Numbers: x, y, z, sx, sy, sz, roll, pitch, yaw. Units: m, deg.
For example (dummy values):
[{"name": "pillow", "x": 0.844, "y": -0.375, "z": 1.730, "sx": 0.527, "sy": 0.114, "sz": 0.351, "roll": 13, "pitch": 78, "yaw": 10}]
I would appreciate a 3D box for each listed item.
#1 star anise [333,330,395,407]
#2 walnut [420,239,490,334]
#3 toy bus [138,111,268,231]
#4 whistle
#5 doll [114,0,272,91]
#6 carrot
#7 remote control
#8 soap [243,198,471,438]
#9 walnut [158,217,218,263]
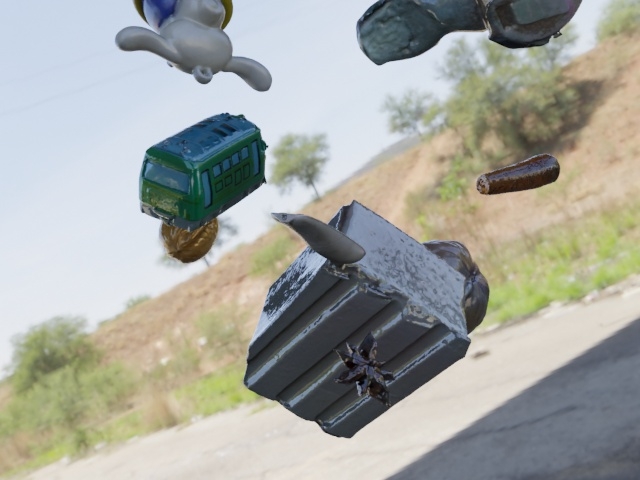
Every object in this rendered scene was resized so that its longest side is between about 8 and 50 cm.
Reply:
[{"name": "star anise", "x": 0.077, "y": 0.207, "z": 1.545, "sx": 0.056, "sy": 0.124, "sz": 0.129, "roll": -47, "pitch": 22, "yaw": 42}, {"name": "walnut", "x": 0.267, "y": 0.122, "z": 2.125, "sx": 0.248, "sy": 0.248, "sz": 0.248, "roll": -25, "pitch": -2, "yaw": -1}, {"name": "toy bus", "x": -0.277, "y": -0.181, "z": 2.209, "sx": 0.184, "sy": 0.199, "sz": 0.343, "roll": 19, "pitch": 33, "yaw": 22}, {"name": "whistle", "x": 0.210, "y": -0.342, "z": 1.233, "sx": 0.348, "sy": 0.189, "sz": 0.189, "roll": -17, "pitch": 1, "yaw": 20}, {"name": "doll", "x": -0.211, "y": -0.399, "z": 1.695, "sx": 0.159, "sy": 0.311, "sz": 0.242, "roll": -52, "pitch": 30, "yaw": 25}, {"name": "carrot", "x": 0.331, "y": -0.106, "z": 1.515, "sx": 0.162, "sy": 0.055, "sz": 0.055, "roll": -16, "pitch": -7, "yaw": -31}, {"name": "remote control", "x": 0.000, "y": 0.000, "z": 1.501, "sx": 0.073, "sy": 0.044, "sz": 0.229, "roll": 8, "pitch": -12, "yaw": 33}, {"name": "soap", "x": 0.052, "y": 0.175, "z": 1.835, "sx": 0.435, "sy": 0.350, "sz": 0.212, "roll": -47, "pitch": 23, "yaw": 37}, {"name": "walnut", "x": -0.359, "y": -0.025, "z": 2.483, "sx": 0.159, "sy": 0.159, "sz": 0.206, "roll": -26, "pitch": 23, "yaw": 26}]
